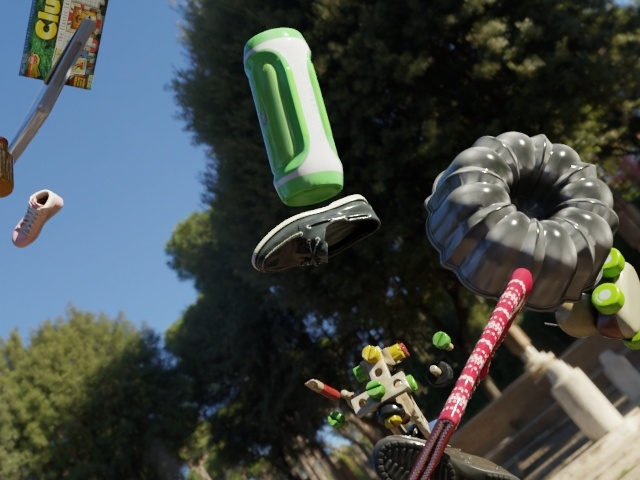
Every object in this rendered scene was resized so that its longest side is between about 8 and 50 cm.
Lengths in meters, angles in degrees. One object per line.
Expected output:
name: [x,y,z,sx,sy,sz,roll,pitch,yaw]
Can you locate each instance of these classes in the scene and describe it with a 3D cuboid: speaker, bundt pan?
speaker: [-0.049,-0.217,1.365,0.131,0.296,0.131,-14,-12,-3]
bundt pan: [0.349,-0.052,1.295,0.331,0.331,0.124,-29,-23,-26]

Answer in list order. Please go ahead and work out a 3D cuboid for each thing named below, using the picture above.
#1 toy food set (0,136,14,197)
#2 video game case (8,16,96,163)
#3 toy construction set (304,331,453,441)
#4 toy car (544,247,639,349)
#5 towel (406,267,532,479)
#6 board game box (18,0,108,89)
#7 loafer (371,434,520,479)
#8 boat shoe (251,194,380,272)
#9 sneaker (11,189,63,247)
toy food set: [-0.561,-0.094,1.090,0.232,0.104,0.111,-20,-41,1]
video game case: [-0.440,-0.235,1.243,0.212,0.023,0.193,-29,39,50]
toy construction set: [0.106,0.315,1.660,0.309,0.257,0.237,-10,-28,27]
toy car: [0.488,0.120,1.426,0.188,0.149,0.155,-15,-45,37]
towel: [0.166,0.170,0.876,0.275,0.031,0.199,-47,-21,-47]
board game box: [-0.465,-0.418,1.426,0.136,0.030,0.260,4,-75,-42]
loafer: [0.171,0.326,1.078,0.078,0.220,0.080,-143,75,-83]
boat shoe: [0.001,0.003,1.873,0.340,0.113,0.127,-23,-43,-26]
sneaker: [-0.588,-0.049,1.576,0.134,0.051,0.070,-51,-11,-14]
